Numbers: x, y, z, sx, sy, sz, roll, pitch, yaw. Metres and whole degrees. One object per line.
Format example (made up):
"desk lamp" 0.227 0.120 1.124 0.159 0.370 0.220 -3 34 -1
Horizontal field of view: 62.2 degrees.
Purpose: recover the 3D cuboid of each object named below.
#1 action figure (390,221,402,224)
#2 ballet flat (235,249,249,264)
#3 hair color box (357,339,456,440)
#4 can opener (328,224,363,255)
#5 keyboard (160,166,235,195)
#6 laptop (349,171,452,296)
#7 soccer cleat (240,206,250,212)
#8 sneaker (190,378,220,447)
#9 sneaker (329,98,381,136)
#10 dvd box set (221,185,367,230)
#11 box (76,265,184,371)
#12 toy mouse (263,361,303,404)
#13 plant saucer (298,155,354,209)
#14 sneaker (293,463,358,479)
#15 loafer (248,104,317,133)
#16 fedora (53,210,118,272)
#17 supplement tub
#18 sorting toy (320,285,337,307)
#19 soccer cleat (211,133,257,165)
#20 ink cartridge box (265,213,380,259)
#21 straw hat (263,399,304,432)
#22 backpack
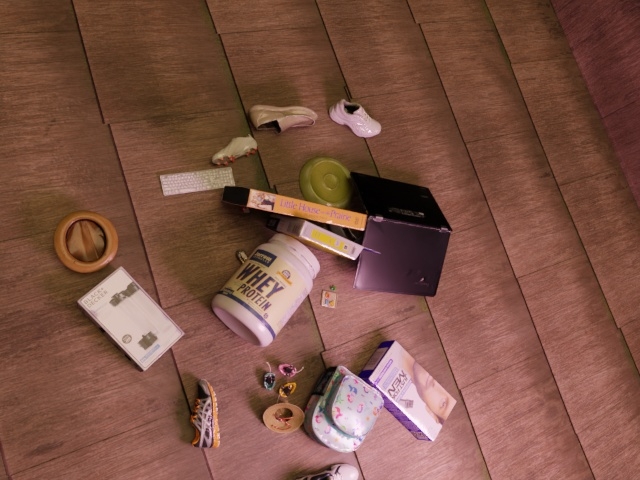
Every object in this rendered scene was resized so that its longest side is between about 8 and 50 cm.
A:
"action figure" 0.283 -0.002 2.113 0.137 0.063 0.232 37 67 -12
"ballet flat" -0.254 0.079 1.856 0.041 0.041 0.114 -39 94 -28
"hair color box" 0.317 0.549 1.945 0.339 0.110 0.185 45 62 -8
"can opener" 0.128 0.025 2.041 0.095 0.076 0.283 -30 90 4
"keyboard" -0.430 -0.210 1.873 0.256 0.014 0.072 -11 80 -26
"laptop" 0.285 -0.025 2.070 0.382 0.236 0.407 9 42 -26
"soccer cleat" -0.269 -0.140 1.920 0.036 0.029 0.083 9 75 -31
"sneaker" -0.366 0.541 1.654 0.083 0.084 0.214 -4 78 -20
"sneaker" 0.155 -0.499 2.160 0.232 0.115 0.090 20 68 -18
"dvd box set" -0.096 -0.113 1.817 0.421 0.308 0.062 11 92 -25
"box" -0.584 0.243 1.634 0.290 0.087 0.169 49 62 -5
"toy mouse" -0.139 0.456 1.789 0.161 0.031 0.143 -42 103 -3
"plant saucer" 0.034 -0.224 2.074 0.241 0.037 0.240 7 73 -22
"sneaker" 0.040 0.792 1.724 0.235 0.153 0.094 4 76 -23
"loafer" -0.142 -0.457 2.030 0.269 0.102 0.092 -1 77 -15
"fedora" -0.725 0.006 1.642 0.195 0.079 0.194 4 80 -25
"supplement tub" -0.174 0.159 1.754 0.235 0.235 0.324 42 65 -8
"sorting toy" 0.035 0.205 1.966 0.062 0.012 0.083 14 71 -20
"soccer cleat" -0.319 -0.331 1.932 0.196 0.068 0.076 -28 83 -35
"ink cartridge box" 0.000 0.000 1.836 0.307 0.304 0.072 26 83 -26
"straw hat" -0.122 0.566 1.759 0.145 0.144 0.061 25 27 -16
"backpack" 0.074 0.577 1.790 0.225 0.191 0.253 39 69 -11
